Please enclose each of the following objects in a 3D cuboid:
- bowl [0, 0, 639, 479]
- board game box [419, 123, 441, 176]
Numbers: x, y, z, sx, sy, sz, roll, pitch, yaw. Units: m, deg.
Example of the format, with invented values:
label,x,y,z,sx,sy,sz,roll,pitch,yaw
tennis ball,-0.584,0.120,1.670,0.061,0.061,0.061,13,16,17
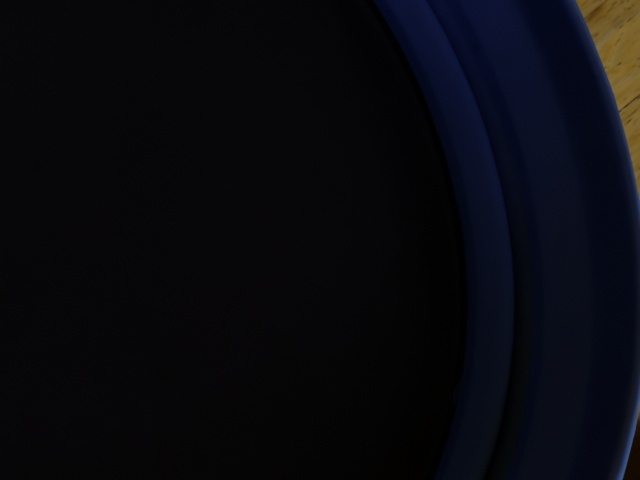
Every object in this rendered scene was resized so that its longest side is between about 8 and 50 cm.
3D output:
label,x,y,z,sx,sy,sz,roll,pitch,yaw
bowl,-0.066,-0.024,0.488,0.391,0.391,0.077,-9,168,-38
board game box,0.000,0.000,0.710,0.147,0.045,0.193,-37,172,-15
